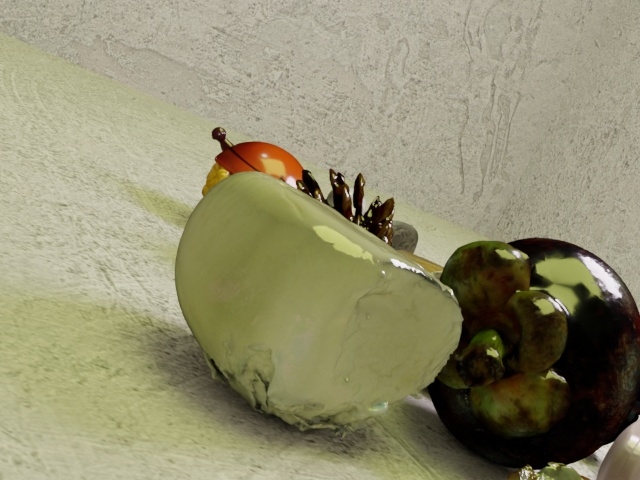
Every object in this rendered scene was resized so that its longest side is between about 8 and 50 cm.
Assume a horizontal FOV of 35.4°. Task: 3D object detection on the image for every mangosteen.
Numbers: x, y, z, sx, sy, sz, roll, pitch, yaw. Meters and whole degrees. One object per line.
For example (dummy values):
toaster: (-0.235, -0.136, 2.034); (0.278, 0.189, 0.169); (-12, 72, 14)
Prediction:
mangosteen: (0.276, 0.146, 1.352); (0.330, 0.330, 0.330); (26, 9, -5)

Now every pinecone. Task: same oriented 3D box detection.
pinecone: (0.000, 0.000, 1.621); (0.264, 0.264, 0.264); (26, 9, -5)

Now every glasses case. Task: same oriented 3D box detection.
glasses case: (0.479, 0.335, 1.521); (0.075, 0.113, 0.297); (29, 10, 24)

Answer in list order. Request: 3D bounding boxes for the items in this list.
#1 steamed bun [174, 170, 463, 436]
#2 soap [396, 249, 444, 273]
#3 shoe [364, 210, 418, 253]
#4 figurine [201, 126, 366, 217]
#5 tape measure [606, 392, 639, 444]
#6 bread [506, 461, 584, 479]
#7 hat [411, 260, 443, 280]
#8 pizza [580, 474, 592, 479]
steamed bun: (-0.022, 0.077, 1.176); (0.333, 0.233, 0.312); (31, 3, -40)
soap: (0.265, 0.120, 2.179); (0.173, 0.089, 0.274); (22, 10, -26)
shoe: (0.088, -0.021, 2.379); (0.159, 0.124, 0.316); (26, 7, 41)
figurine: (-0.083, -0.072, 1.887); (0.323, 0.196, 0.320); (22, -1, -11)
tape measure: (0.452, 0.239, 1.693); (0.135, 0.202, 0.223); (23, -5, -15)
bread: (0.274, 0.332, 1.072); (0.128, 0.088, 0.232); (14, 20, -19)
hat: (0.174, 0.127, 1.539); (0.225, 0.164, 0.219); (12, -29, -11)
pizza: (0.309, 0.337, 1.225); (0.161, 0.062, 0.182); (32, 13, -16)
